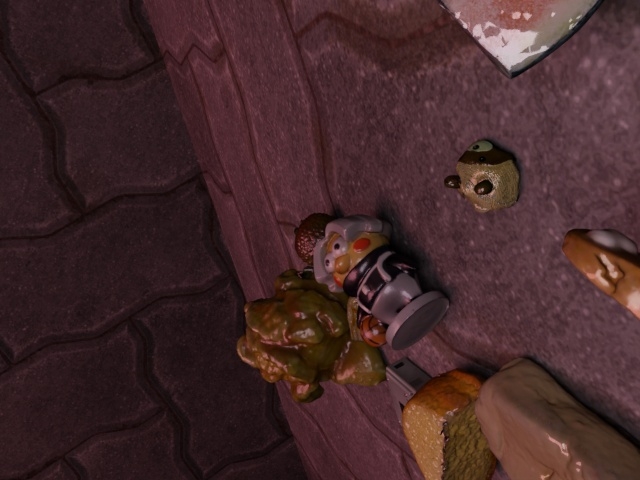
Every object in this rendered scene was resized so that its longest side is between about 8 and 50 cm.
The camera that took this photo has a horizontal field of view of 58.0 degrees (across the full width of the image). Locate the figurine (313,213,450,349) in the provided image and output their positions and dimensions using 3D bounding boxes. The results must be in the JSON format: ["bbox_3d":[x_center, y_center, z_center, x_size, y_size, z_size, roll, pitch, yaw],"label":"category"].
[{"bbox_3d":[0.088,0.067,0.971,0.236,0.132,0.176,50,122,31],"label":"figurine"}]

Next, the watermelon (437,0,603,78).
[{"bbox_3d":[0.148,-0.287,0.426,0.175,0.188,0.322,-9,100,26],"label":"watermelon"}]

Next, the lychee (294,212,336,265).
[{"bbox_3d":[0.000,0.000,1.207,0.146,0.114,0.114,36,147,34],"label":"lychee"}]

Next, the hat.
[{"bbox_3d":[0.187,-0.070,0.670,0.077,0.059,0.076,43,155,43],"label":"hat"}]

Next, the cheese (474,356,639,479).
[{"bbox_3d":[0.294,0.260,0.706,0.263,0.092,0.159,42,146,56],"label":"cheese"}]

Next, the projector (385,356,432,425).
[{"bbox_3d":[0.188,0.324,1.142,0.115,0.061,0.147,29,139,61],"label":"projector"}]

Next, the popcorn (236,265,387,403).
[{"bbox_3d":[-0.035,0.246,1.349,0.321,0.289,0.326,50,137,48],"label":"popcorn"}]

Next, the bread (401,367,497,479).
[{"bbox_3d":[0.207,0.298,0.930,0.134,0.129,0.260,42,147,52],"label":"bread"}]

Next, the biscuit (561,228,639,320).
[{"bbox_3d":[0.312,0.112,0.362,0.047,0.215,0.340,-54,40,22],"label":"biscuit"}]

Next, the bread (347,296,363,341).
[{"bbox_3d":[0.097,0.129,1.099,0.110,0.103,0.156,61,156,2],"label":"bread"}]
